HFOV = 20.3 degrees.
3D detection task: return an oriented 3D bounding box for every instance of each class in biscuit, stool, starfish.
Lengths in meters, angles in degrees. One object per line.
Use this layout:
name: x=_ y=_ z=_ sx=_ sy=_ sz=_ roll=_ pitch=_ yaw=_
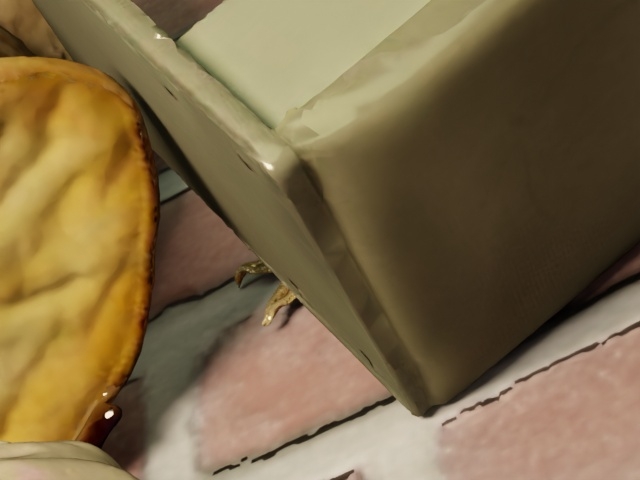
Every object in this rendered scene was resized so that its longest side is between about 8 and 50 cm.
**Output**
biscuit: x=-0.164 y=0.031 z=0.699 sx=0.260 sy=0.203 sz=0.041 roll=-47 pitch=27 yaw=12
stool: x=0.031 y=-0.120 z=0.697 sx=0.243 sy=0.170 sz=0.269 roll=-40 pitch=51 yaw=-8
starfish: x=0.000 y=0.000 z=0.780 sx=0.092 sy=0.016 sz=0.086 roll=-30 pitch=34 yaw=18

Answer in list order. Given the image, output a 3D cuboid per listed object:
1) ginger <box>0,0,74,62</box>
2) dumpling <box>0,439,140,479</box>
ginger: x=-0.182 y=-0.068 z=0.858 sx=0.176 sy=0.256 sz=0.375 roll=-9 pitch=24 yaw=14
dumpling: x=-0.099 y=0.118 z=0.647 sx=0.127 sy=0.108 sz=0.188 roll=-24 pitch=8 yaw=-28
